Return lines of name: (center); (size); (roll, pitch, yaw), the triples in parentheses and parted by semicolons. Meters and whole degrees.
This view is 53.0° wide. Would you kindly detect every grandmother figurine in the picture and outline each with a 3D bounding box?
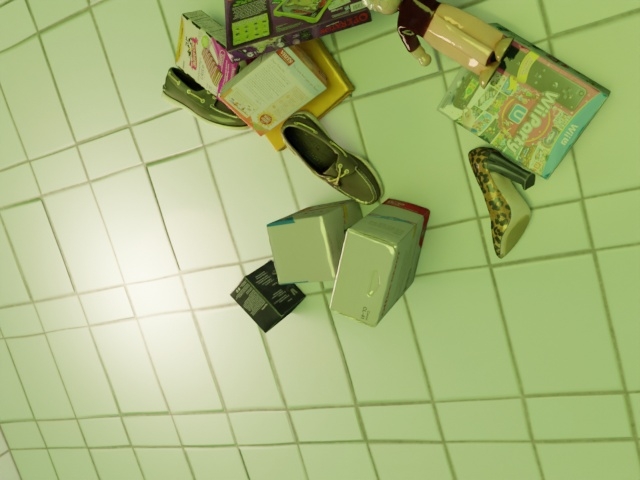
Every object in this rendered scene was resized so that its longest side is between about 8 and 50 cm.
grandmother figurine: (0.242, -0.476, 1.384); (0.342, 0.104, 0.208); (31, 122, 9)

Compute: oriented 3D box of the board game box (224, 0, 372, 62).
board game box: (-0.061, -0.557, 1.537); (0.347, 0.056, 0.208); (-13, 63, 11)

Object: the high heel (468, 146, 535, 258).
high heel: (0.421, -0.096, 1.576); (0.186, 0.093, 0.261); (41, 141, 40)

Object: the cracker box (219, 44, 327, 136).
cracker box: (-0.119, -0.390, 1.631); (0.232, 0.067, 0.156); (-30, 125, 27)

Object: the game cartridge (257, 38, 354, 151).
game cartridge: (-0.103, -0.449, 1.723); (0.285, 0.053, 0.323); (-35, 86, 31)

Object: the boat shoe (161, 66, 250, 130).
boat shoe: (-0.321, -0.397, 1.810); (0.305, 0.109, 0.091); (28, 121, 21)

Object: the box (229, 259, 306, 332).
box: (-0.152, 0.161, 1.877); (0.158, 0.156, 0.093); (46, 121, 7)

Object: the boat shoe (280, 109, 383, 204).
boat shoe: (0.028, -0.202, 1.678); (0.324, 0.097, 0.116); (44, 122, -7)

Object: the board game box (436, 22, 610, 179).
board game box: (0.455, -0.317, 1.457); (0.303, 0.097, 0.224); (35, 119, 12)

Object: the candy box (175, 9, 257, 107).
candy box: (-0.284, -0.487, 1.725); (0.233, 0.071, 0.159); (41, 136, 21)

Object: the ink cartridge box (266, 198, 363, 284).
ink cartridge box: (0.000, 0.000, 1.705); (0.171, 0.233, 0.168); (-8, 100, 29)

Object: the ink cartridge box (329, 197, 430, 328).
ink cartridge box: (0.155, 0.044, 1.599); (0.131, 0.306, 0.226); (20, 113, 20)
